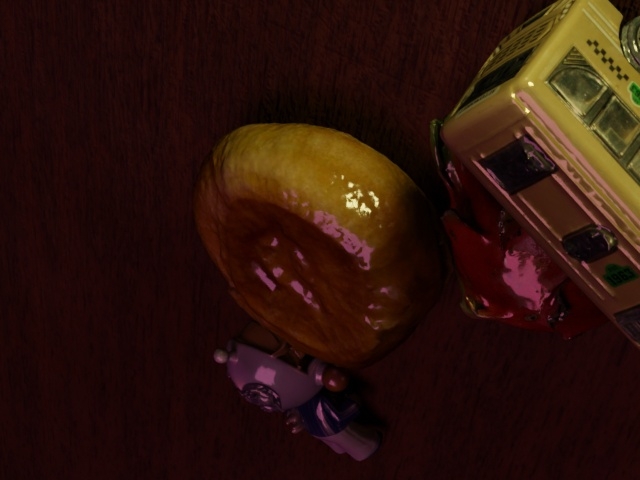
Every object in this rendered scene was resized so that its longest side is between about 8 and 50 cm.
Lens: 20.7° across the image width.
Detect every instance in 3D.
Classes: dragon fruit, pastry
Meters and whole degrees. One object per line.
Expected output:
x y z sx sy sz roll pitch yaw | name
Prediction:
0.230 -0.025 1.831 0.200 0.198 0.269 -12 98 10 | dragon fruit
0.000 0.000 2.083 0.356 0.164 0.356 31 146 24 | pastry

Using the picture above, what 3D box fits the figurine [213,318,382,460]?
-0.030 0.199 2.385 0.194 0.133 0.274 31 161 35 | figurine

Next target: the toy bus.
0.300 -0.048 1.684 0.365 0.202 0.177 45 146 -9 | toy bus
